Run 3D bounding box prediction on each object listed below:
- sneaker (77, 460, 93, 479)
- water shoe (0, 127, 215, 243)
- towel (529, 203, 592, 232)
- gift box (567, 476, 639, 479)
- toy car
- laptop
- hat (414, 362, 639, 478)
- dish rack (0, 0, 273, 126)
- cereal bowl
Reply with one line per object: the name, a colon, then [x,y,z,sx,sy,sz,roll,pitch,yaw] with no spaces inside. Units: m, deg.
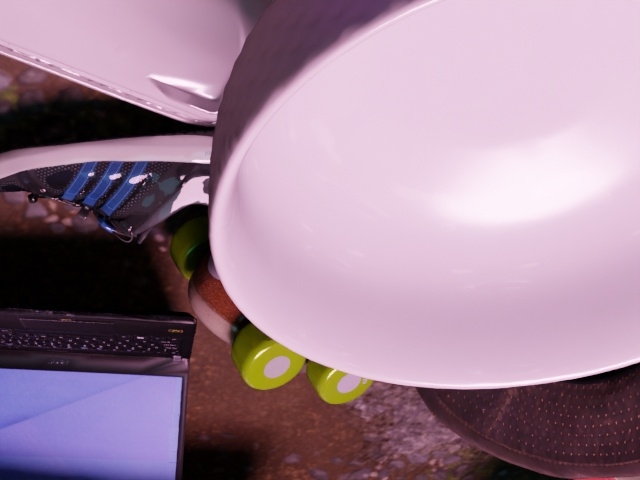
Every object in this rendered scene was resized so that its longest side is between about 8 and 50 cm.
sneaker: [-0.228,0.201,1.061,0.051,0.070,0.134,-14,105,14]
water shoe: [-0.150,-0.035,0.805,0.203,0.073,0.080,-4,97,3]
towel: [0.185,-0.107,0.724,0.308,0.076,0.228,14,101,8]
gift box: [0.356,0.309,1.087,0.258,0.276,0.255,-31,160,-48]
toy car: [0.000,0.000,0.843,0.149,0.155,0.188,18,114,-42]
laptop: [-0.226,0.143,0.919,0.234,0.137,0.264,3,165,-8]
hat: [0.204,0.011,0.864,0.331,0.331,0.134,-37,169,22]
dish rack: [-0.127,-0.207,0.678,0.332,0.072,0.285,19,126,-27]
cereal bowl: [0.106,-0.062,0.582,0.338,0.141,0.339,-4,144,-3]
